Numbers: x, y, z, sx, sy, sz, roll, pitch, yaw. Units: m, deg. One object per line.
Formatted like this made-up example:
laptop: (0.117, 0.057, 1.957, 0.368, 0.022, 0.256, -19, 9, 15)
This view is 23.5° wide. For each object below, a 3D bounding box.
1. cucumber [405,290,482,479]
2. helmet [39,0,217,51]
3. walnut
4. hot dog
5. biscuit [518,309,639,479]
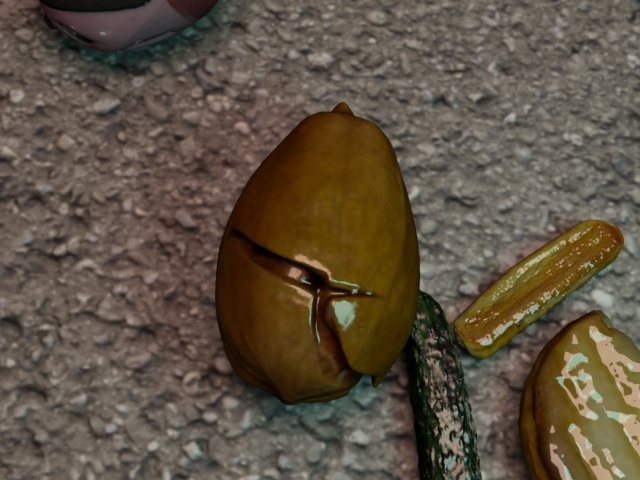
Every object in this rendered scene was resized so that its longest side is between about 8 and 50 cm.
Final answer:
cucumber: (0.122, 0.180, 1.540, 0.067, 0.067, 0.294, -3, 67, -6)
helmet: (-0.185, -0.288, 1.653, 0.253, 0.154, 0.198, -13, 32, -19)
walnut: (0.000, 0.000, 1.532, 0.209, 0.209, 0.336, 8, 61, -2)
hot dog: (0.226, 0.049, 1.608, 0.215, 0.047, 0.066, -37, 62, -16)
biscuit: (0.308, 0.210, 1.528, 0.213, 0.091, 0.274, -36, 77, -19)
